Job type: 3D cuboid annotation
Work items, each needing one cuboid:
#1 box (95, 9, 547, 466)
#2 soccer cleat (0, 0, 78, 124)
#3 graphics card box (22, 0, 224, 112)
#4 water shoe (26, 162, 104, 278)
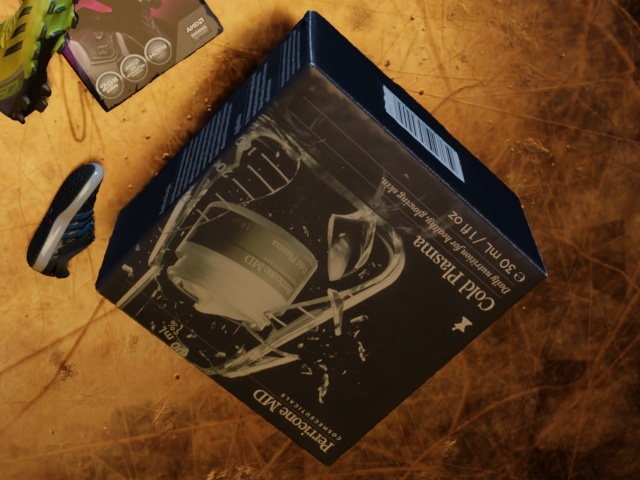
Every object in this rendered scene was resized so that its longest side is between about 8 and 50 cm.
[{"bbox_3d":[0.000,0.000,1.735,0.480,0.297,0.472,40,111,-17],"label":"box"},{"bbox_3d":[-0.442,-0.294,1.662,0.121,0.289,0.093,41,47,7],"label":"soccer cleat"},{"bbox_3d":[-0.346,-0.411,1.726,0.233,0.094,0.371,-35,108,-3],"label":"graphics card box"},{"bbox_3d":[-0.397,-0.033,1.823,0.080,0.073,0.203,29,100,-39],"label":"water shoe"}]
